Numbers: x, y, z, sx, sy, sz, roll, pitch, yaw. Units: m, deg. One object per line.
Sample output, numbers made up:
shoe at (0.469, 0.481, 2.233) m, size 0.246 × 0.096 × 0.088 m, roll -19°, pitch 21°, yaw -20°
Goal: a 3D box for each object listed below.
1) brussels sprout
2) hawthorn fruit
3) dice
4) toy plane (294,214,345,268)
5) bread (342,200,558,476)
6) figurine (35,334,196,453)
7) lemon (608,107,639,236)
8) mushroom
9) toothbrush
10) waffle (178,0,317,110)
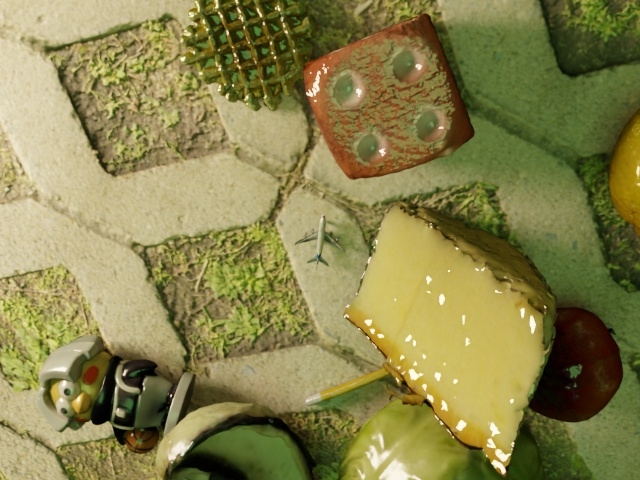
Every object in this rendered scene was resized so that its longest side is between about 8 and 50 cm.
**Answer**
brussels sprout at (0.178, 0.371, 1.075) m, size 0.328 × 0.247 × 0.327 m, roll 0°, pitch 112°, yaw 0°
hawthorn fruit at (0.366, 0.169, 1.041) m, size 0.157 × 0.194 × 0.156 m, roll 29°, pitch 129°, yaw 41°
dice at (0.090, -0.184, 0.940) m, size 0.179 × 0.175 × 0.173 m, roll -21°, pitch 105°, yaw 13°
toy plane at (0.000, 0.000, 1.093) m, size 0.078 × 0.024 × 0.084 m, roll 9°, pitch 103°, yaw 5°
bread at (0.155, 0.108, 0.957) m, size 0.279 × 0.315 × 0.248 m, roll 24°, pitch 101°, yaw 10°
figurine at (-0.335, 0.253, 1.167) m, size 0.237 × 0.133 × 0.175 m, roll 17°, pitch 107°, yaw -2°
lemon at (0.471, -0.096, 0.912) m, size 0.192 × 0.192 × 0.231 m, roll 27°, pitch 116°, yaw -2°
mushroom at (-0.137, 0.377, 1.141) m, size 0.247 × 0.130 × 0.344 m, roll -40°, pitch 127°, yaw -5°
toothbrush at (0.104, 0.212, 1.151) m, size 0.288 × 0.021 × 0.024 m, roll -25°, pitch 94°, yaw 15°
waffle at (-0.103, -0.275, 1.008) m, size 0.184 × 0.036 × 0.169 m, roll 27°, pitch 111°, yaw -1°
